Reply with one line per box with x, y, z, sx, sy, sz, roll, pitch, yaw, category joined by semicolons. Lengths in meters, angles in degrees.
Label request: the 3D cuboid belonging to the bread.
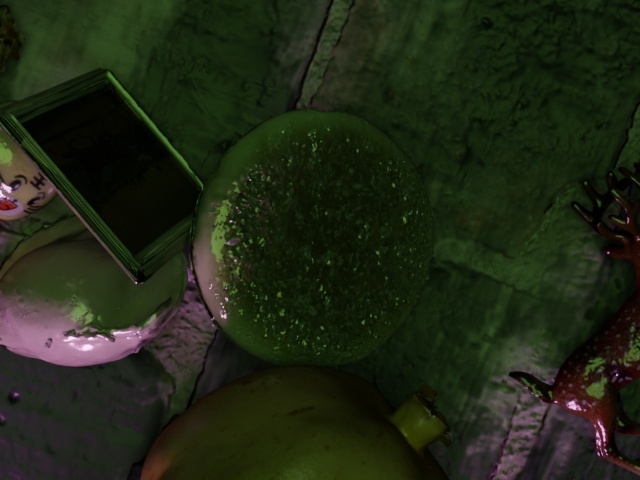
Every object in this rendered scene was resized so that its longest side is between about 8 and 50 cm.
0.000;0.000;1.549;0.267;0.040;0.266;-3;96;-30;bread

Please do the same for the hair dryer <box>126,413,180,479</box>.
-0.213;0.335;1.586;0.189;0.107;0.352;16;83;-1;hair dryer

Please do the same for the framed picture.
-0.185;-0.070;1.494;0.014;0.252;0.197;-39;93;21;framed picture

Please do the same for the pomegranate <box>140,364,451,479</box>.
-0.009;0.251;1.484;0.319;0.319;0.319;0;91;-3;pomegranate

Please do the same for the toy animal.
0.310;0.082;1.599;0.260;0.087;0.243;44;88;-6;toy animal

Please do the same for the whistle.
-0.351;-0.046;1.537;0.288;0.131;0.106;-27;56;15;whistle

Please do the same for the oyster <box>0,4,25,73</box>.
-0.349;-0.177;1.588;0.132;0.029;0.086;-40;87;2;oyster

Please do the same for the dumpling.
-0.221;0.040;1.547;0.247;0.142;0.172;-1;63;31;dumpling
